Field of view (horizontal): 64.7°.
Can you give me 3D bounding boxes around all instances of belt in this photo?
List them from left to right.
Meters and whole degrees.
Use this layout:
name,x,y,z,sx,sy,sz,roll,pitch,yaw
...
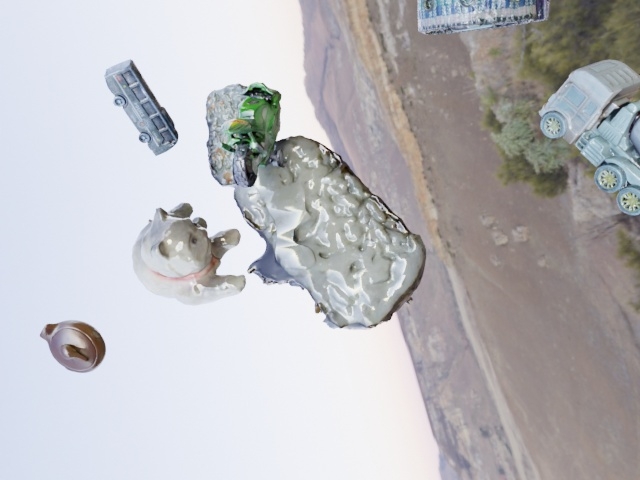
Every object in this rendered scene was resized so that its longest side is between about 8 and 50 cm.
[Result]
name,x,y,z,sx,sy,sz,roll,pitch,yaw
belt,0.370,-0.583,1.187,0.207,0.295,0.160,-25,-64,-49

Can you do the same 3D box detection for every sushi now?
name,x,y,z,sx,sy,sz,roll,pitch,yaw
sushi,-0.176,-0.225,1.116,0.126,0.137,0.224,-17,-77,-65
sushi,0.000,0.000,0.828,0.348,0.234,0.207,52,179,7

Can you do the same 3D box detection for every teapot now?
name,x,y,z,sx,sy,sz,roll,pitch,yaw
teapot,-0.492,0.210,1.003,0.129,0.098,0.078,36,-175,0

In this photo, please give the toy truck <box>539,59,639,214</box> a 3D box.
name,x,y,z,sx,sy,sz,roll,pitch,yaw
toy truck,0.443,-0.148,0.701,0.256,0.108,0.140,56,154,24

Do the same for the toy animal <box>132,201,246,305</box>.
name,x,y,z,sx,sy,sz,roll,pitch,yaw
toy animal,-0.318,-0.006,1.072,0.188,0.266,0.307,34,-143,-45

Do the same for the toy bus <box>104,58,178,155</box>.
name,x,y,z,sx,sy,sz,roll,pitch,yaw
toy bus,-0.312,-0.231,0.891,0.047,0.065,0.165,-109,-5,-49

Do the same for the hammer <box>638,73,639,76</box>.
name,x,y,z,sx,sy,sz,roll,pitch,yaw
hammer,0.734,-0.322,1.239,0.021,0.178,0.065,26,-164,-11

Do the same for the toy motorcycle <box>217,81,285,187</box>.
name,x,y,z,sx,sy,sz,roll,pitch,yaw
toy motorcycle,-0.089,-0.157,0.710,0.190,0.074,0.106,-74,-17,-50
